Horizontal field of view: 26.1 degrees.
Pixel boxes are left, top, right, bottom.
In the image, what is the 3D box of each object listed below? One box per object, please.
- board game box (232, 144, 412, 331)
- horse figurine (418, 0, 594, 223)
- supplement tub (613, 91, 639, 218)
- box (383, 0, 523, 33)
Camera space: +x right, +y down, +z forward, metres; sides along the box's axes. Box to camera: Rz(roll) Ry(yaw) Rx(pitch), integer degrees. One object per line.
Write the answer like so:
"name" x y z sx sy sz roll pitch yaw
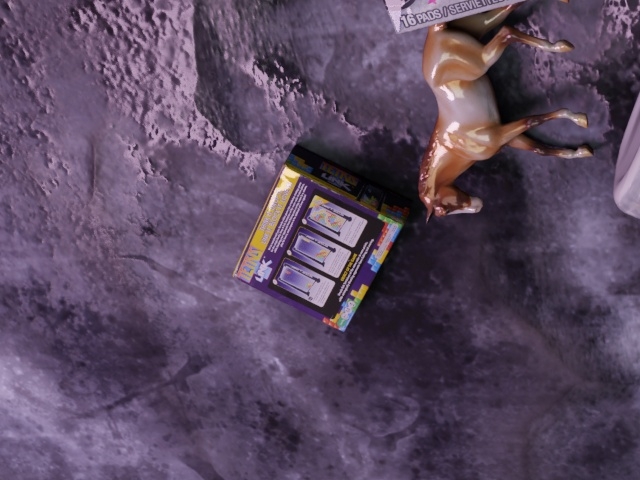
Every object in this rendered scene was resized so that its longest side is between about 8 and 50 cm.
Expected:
"board game box" 0.000 0.000 1.479 0.141 0.048 0.170 28 128 0
"horse figurine" 0.161 -0.147 1.316 0.174 0.066 0.263 -7 124 15
"supplement tub" 0.432 -0.068 1.203 0.316 0.193 0.194 19 127 4
"box" 0.165 -0.294 1.147 0.247 0.163 0.142 -12 121 24
